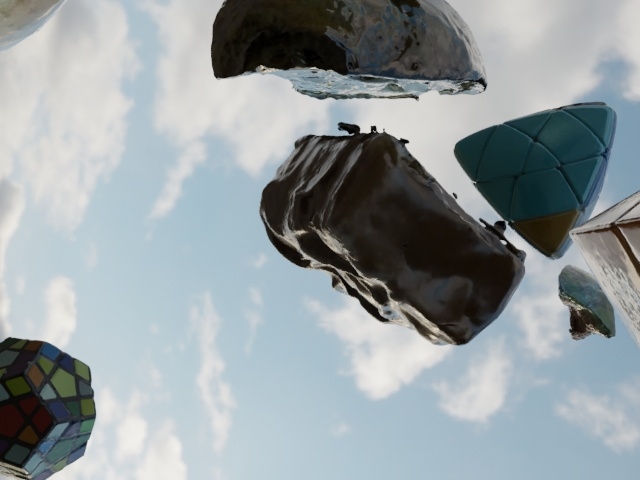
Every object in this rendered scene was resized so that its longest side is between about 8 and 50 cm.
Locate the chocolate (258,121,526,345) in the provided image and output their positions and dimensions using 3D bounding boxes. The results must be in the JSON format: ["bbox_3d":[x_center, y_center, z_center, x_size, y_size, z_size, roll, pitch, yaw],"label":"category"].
[{"bbox_3d":[0.037,-0.004,0.681,0.093,0.148,0.214,-51,-165,-9],"label":"chocolate"}]

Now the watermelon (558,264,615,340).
[{"bbox_3d":[0.412,0.087,1.528,0.080,0.101,0.155,-45,-161,45],"label":"watermelon"}]

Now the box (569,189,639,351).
[{"bbox_3d":[0.236,0.044,0.462,0.174,0.076,0.274,61,-5,1],"label":"box"}]

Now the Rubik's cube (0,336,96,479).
[{"bbox_3d":[-0.264,0.151,0.848,0.133,0.112,0.133,-10,-101,63],"label":"Rubik's cube"}]

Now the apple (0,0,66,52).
[{"bbox_3d":[-0.304,-0.265,0.669,0.275,0.299,0.299,-68,169,-79],"label":"apple"}]

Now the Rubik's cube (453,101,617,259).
[{"bbox_3d":[0.305,-0.078,1.411,0.254,0.254,0.254,-20,-112,61],"label":"Rubik's cube"}]

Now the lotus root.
[{"bbox_3d":[0.046,-0.208,0.910,0.210,0.314,0.142,1,-84,22],"label":"lotus root"}]
